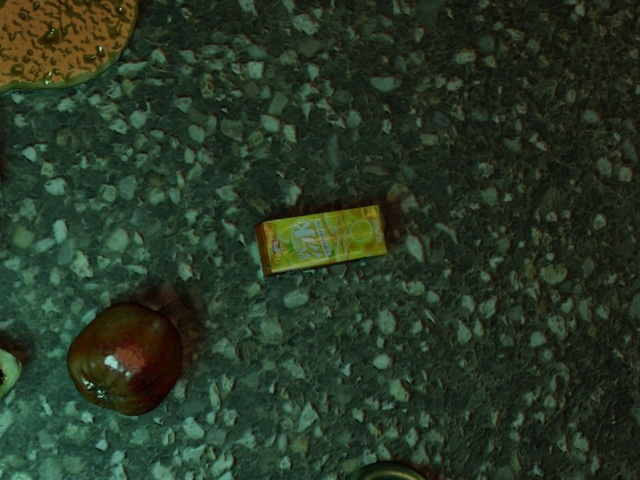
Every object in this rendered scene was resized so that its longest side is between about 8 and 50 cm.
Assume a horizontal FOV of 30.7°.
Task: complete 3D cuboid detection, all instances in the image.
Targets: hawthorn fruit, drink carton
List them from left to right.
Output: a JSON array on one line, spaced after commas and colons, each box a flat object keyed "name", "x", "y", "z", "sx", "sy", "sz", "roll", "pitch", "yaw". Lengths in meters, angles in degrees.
[{"name": "hawthorn fruit", "x": -0.307, "y": 0.177, "z": 1.894, "sx": 0.179, "sy": 0.179, "sz": 0.200, "roll": 33, "pitch": 55, "yaw": -11}, {"name": "drink carton", "x": 0.000, "y": 0.000, "z": 2.079, "sx": 0.223, "sy": 0.071, "sz": 0.096, "roll": -10, "pitch": 84, "yaw": -19}]

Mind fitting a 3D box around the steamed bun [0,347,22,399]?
[{"name": "steamed bun", "x": -0.550, "y": 0.216, "z": 1.817, "sx": 0.155, "sy": 0.172, "sz": 0.140, "roll": -27, "pitch": 100, "yaw": -39}]

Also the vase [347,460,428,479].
[{"name": "vase", "x": 0.107, "y": 0.515, "z": 1.970, "sx": 0.302, "sy": 0.241, "sz": 0.329, "roll": 20, "pitch": 46, "yaw": -1}]

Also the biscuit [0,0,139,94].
[{"name": "biscuit", "x": -0.532, "y": -0.410, "z": 1.959, "sx": 0.455, "sy": 0.078, "sz": 0.349, "roll": 7, "pitch": 80, "yaw": -20}]
